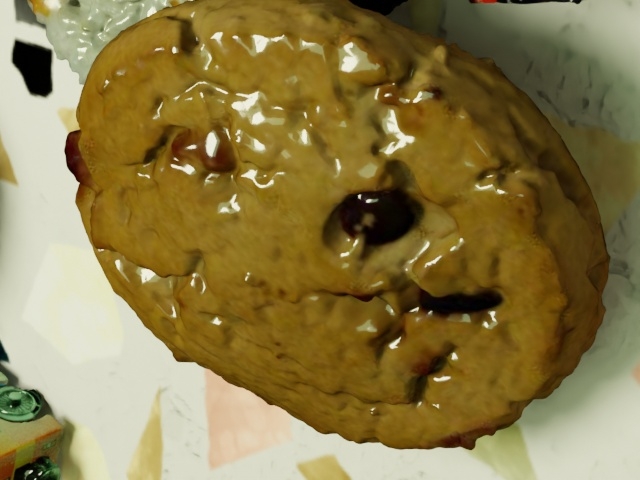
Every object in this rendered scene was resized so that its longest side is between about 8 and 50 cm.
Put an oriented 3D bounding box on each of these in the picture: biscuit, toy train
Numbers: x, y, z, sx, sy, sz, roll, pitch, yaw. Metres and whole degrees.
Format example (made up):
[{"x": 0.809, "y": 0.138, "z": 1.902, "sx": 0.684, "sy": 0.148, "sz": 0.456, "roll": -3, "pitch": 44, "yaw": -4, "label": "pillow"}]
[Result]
[{"x": 0.000, "y": 0.001, "z": 0.768, "sx": 0.296, "sy": 0.075, "sz": 0.296, "roll": 14, "pitch": 134, "yaw": 15, "label": "biscuit"}, {"x": -0.269, "y": 0.128, "z": 1.095, "sx": 0.188, "sy": 0.099, "sz": 0.072, "roll": 35, "pitch": 123, "yaw": 27, "label": "toy train"}]

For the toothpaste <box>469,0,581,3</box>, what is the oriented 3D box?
[{"x": 0.154, "y": -0.130, "z": 0.654, "sx": 0.194, "sy": 0.045, "sz": 0.071, "roll": 1, "pitch": 147, "yaw": 18, "label": "toothpaste"}]

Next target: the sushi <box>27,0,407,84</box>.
[{"x": -0.052, "y": -0.158, "z": 0.811, "sx": 0.225, "sy": 0.126, "sz": 0.136, "roll": -14, "pitch": 94, "yaw": 40, "label": "sushi"}]
